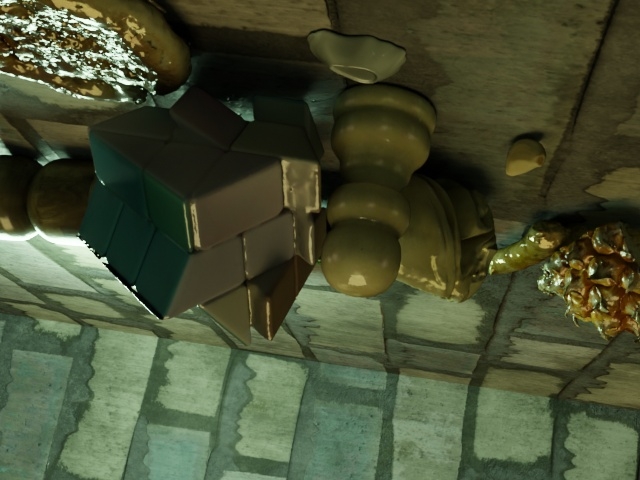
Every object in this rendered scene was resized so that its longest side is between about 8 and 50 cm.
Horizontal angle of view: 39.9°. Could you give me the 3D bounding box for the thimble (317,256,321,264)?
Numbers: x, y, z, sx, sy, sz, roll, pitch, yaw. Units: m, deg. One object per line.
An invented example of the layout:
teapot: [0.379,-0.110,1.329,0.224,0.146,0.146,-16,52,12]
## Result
thimble: [0.000,0.000,1.894,0.130,0.090,0.118,20,162,-28]

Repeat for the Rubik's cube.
Rubik's cube: [-0.165,-0.057,1.357,0.387,0.368,0.358,37,140,38]

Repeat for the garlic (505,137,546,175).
garlic: [0.316,-0.131,1.356,0.041,0.053,0.083,15,171,-20]

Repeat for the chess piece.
chess piece: [0.071,-0.063,1.303,0.167,0.300,0.167,11,163,3]

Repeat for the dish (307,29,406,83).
dish: [0.045,-0.240,1.188,0.137,0.039,0.091,13,163,-14]

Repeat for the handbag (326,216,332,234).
handbag: [-0.037,-0.024,1.693,0.244,0.088,0.275,17,-178,11]

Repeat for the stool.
stool: [-0.538,-0.082,1.796,0.264,0.179,0.179,4,162,17]

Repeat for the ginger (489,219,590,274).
ginger: [0.414,0.016,1.751,0.118,0.065,0.299,7,165,-15]

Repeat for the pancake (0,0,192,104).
pancake: [-0.359,-0.282,1.235,0.382,0.071,0.382,10,166,2]

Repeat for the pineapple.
pineapple: [0.545,0.123,1.656,0.344,0.209,0.286,15,150,-39]

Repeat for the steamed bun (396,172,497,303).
steamed bun: [0.181,-0.022,1.546,0.289,0.203,0.276,23,-176,-34]
